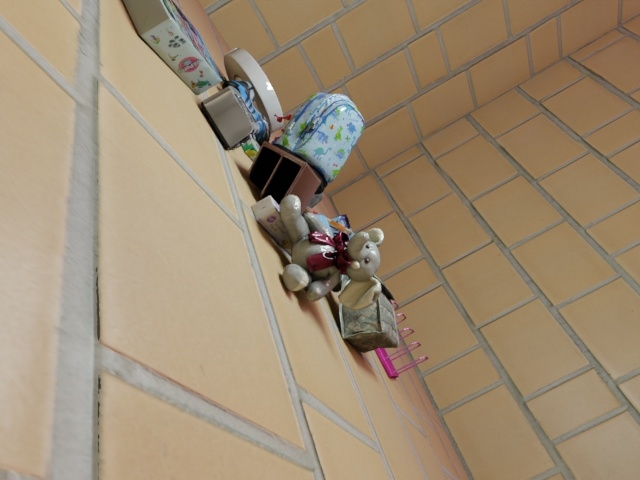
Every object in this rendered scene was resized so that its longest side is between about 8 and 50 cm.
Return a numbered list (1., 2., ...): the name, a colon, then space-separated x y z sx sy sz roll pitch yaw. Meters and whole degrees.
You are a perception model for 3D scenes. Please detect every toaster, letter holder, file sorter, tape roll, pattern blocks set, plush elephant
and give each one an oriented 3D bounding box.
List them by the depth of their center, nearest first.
1. plush elephant: 0.052 0.047 1.376 0.330 0.256 0.271 63 19 -56
2. toaster: -0.275 -0.378 1.519 0.185 0.110 0.168 59 6 -9
3. letter holder: -0.133 -0.164 1.619 0.152 0.214 0.302 29 1 9
4. tape roll: -0.299 -0.658 2.205 0.392 0.072 0.392 53 -12 17
5. file sorter: 0.330 0.439 2.213 0.290 0.182 0.202 63 7 22
6. pattern blocks set: 0.051 -0.078 2.337 0.325 0.026 0.285 27 0 -2

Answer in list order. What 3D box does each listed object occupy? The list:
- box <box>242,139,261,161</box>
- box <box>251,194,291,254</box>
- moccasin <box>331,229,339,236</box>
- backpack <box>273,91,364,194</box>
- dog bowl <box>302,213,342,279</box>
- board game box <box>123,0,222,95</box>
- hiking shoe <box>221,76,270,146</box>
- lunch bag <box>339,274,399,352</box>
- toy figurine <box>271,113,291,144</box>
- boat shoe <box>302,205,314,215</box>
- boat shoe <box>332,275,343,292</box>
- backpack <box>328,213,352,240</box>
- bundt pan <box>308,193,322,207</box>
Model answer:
1. box: -0.245 -0.332 1.847 0.105 0.043 0.179 64 5 24
2. box: -0.098 -0.018 1.491 0.324 0.067 0.063 52 11 -55
3. moccasin: 0.061 0.006 2.341 0.137 0.117 0.342 59 7 -10
4. backpack: 0.001 -0.395 1.904 0.274 0.355 0.290 4 -27 45
5. dog bowl: 0.005 0.026 1.718 0.165 0.074 0.297 91 -17 -47
6. board game box: -0.420 -0.584 1.393 0.223 0.098 0.303 62 6 17
7. hiking shoe: -0.307 -0.503 1.981 0.132 0.113 0.303 -9 71 -53
8. lunch bag: 0.166 0.221 1.726 0.235 0.169 0.286 50 31 -58
9. toy figurine: -0.172 -0.319 2.052 0.191 0.217 0.362 21 -48 28
10. boat shoe: -0.066 -0.114 2.097 0.206 0.073 0.073 59 9 -15
11. boat shoe: 0.011 0.057 1.877 0.109 0.091 0.304 -6 54 -38
12. backpack: 0.091 -0.038 2.653 0.117 0.158 0.173 -33 105 -75
13. bundt pan: -0.089 -0.323 2.622 0.330 0.124 0.331 60 6 -11
